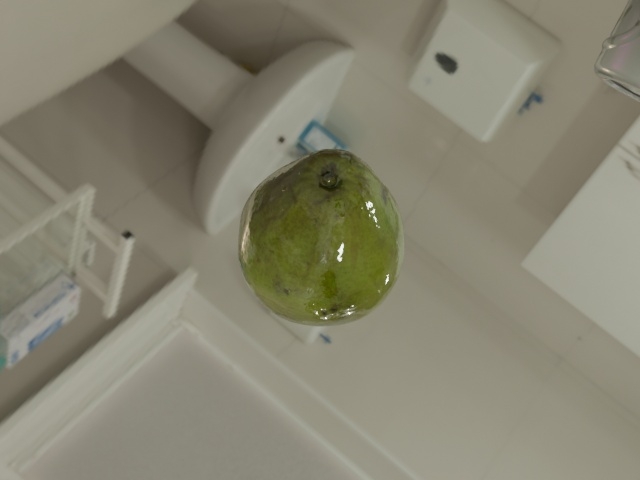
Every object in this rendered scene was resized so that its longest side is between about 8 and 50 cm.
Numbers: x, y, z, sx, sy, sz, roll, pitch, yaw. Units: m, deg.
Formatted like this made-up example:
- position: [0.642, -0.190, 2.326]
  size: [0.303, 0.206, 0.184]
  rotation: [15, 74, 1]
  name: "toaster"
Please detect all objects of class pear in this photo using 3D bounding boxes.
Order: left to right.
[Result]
- position: [0.000, 0.000, 1.144]
  size: [0.212, 0.212, 0.269]
  rotation: [-46, 165, -28]
  name: "pear"

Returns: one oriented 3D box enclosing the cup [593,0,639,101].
- position: [0.229, -0.146, 0.556]
  size: [0.136, 0.099, 0.133]
  rotation: [16, 106, -41]
  name: "cup"
